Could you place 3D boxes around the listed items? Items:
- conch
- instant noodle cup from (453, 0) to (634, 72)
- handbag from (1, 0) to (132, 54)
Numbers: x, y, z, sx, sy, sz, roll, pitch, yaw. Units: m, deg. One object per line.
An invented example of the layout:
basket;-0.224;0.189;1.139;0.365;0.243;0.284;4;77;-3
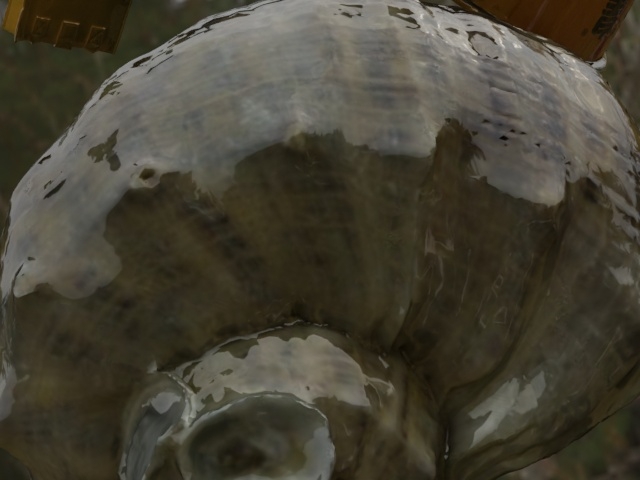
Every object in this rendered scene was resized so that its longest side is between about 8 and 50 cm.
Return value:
conch;-0.008;-0.006;0.632;0.210;0.291;0.159;-21;-42;22
instant noodle cup;0.143;-0.235;1.239;0.172;0.216;0.216;-54;-22;20
handbag;-0.172;-0.161;1.346;0.083;0.061;0.027;7;23;-34
